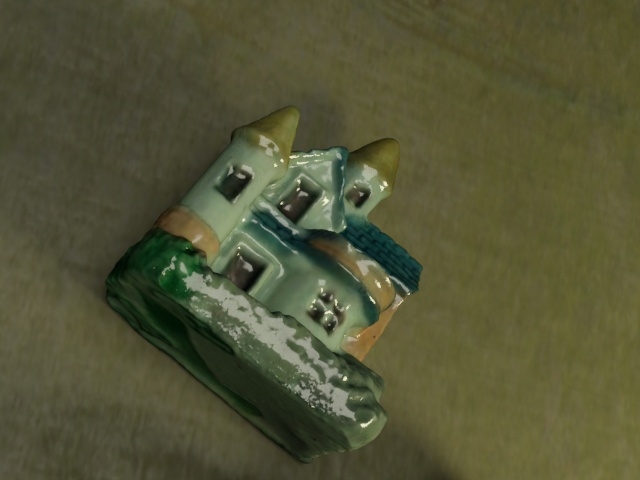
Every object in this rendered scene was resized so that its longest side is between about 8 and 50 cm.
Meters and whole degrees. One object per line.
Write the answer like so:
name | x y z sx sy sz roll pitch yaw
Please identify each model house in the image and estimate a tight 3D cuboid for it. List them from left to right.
model house | 0.000 0.000 0.980 0.267 0.194 0.325 40 65 -5
